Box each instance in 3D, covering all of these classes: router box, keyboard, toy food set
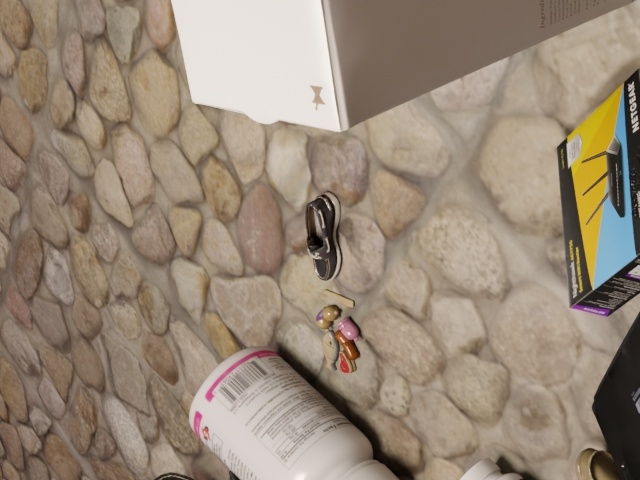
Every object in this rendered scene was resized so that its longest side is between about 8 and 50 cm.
[{"bbox_3d":[0.266,-0.040,1.044,0.133,0.046,0.178,129,151,-51],"label":"router box"},{"bbox_3d":[0.324,0.177,1.083,0.317,0.033,0.201,89,165,-62],"label":"keyboard"},{"bbox_3d":[0.023,0.128,1.552,0.078,0.019,0.122,20,126,43],"label":"toy food set"}]

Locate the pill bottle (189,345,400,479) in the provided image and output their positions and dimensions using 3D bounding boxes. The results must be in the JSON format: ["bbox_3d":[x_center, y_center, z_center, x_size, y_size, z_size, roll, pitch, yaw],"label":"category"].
[{"bbox_3d":[-0.032,0.286,1.597,0.283,0.160,0.160,40,138,29],"label":"pill bottle"}]

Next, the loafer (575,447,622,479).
[{"bbox_3d":[0.329,0.274,1.239,0.148,0.056,0.050,48,142,4],"label":"loafer"}]

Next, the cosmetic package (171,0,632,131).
[{"bbox_3d":[0.075,-0.224,0.982,0.197,0.366,0.155,16,123,45],"label":"cosmetic package"}]

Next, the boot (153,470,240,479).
[{"bbox_3d":[-0.117,0.412,1.796,0.377,0.138,0.284,35,136,28],"label":"boot"}]

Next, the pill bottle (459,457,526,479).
[{"bbox_3d":[0.227,0.325,1.364,0.152,0.086,0.086,43,139,27],"label":"pill bottle"}]

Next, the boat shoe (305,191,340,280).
[{"bbox_3d":[0.000,0.000,1.487,0.046,0.038,0.125,33,134,35],"label":"boat shoe"}]
